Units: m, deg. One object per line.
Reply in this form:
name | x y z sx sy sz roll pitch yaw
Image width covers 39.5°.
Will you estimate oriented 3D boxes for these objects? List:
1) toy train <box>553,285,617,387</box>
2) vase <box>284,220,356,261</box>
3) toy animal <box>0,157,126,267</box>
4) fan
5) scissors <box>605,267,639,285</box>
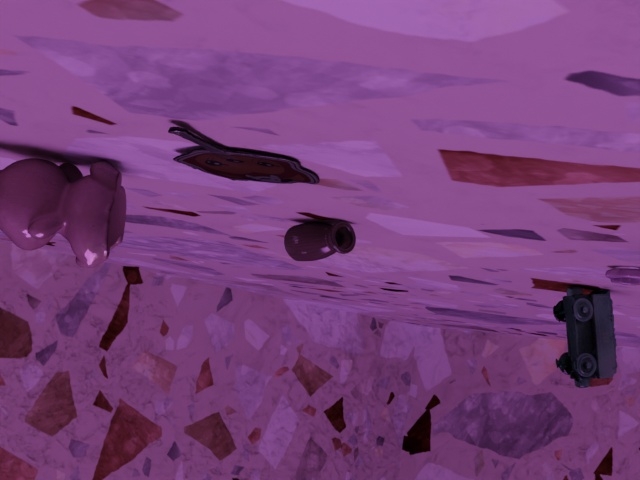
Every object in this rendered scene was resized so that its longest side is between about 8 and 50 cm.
toy train | 0.456 0.163 1.521 0.099 0.172 0.070 -2 176 -17
vase | 0.000 0.000 1.210 0.053 0.053 0.100 14 167 -38
toy animal | -0.327 -0.045 1.005 0.212 0.124 0.124 15 172 -4
fan | -0.086 -0.080 0.861 0.132 0.009 0.220 2 172 22
scissors | 0.472 0.048 1.186 0.110 0.021 0.212 8 174 -14
